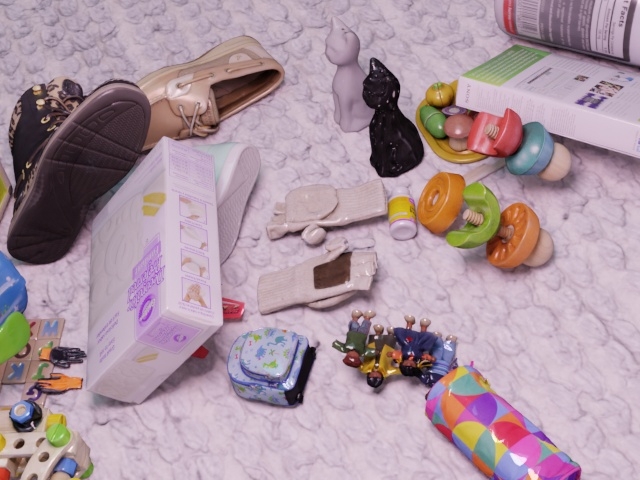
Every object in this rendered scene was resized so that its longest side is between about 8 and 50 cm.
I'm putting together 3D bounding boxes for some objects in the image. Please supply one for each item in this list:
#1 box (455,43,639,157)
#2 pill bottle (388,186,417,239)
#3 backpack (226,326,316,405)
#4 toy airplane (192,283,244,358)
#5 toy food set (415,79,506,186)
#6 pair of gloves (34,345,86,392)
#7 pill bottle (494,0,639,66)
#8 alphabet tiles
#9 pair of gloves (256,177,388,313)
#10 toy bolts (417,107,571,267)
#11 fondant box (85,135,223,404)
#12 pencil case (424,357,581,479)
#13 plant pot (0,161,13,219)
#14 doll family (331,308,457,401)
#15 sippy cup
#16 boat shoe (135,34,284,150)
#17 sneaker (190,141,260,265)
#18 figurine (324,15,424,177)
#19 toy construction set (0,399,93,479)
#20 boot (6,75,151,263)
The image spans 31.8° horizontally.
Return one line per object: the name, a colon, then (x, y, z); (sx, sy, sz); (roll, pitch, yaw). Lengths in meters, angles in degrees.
box: (0.409, -0.229, 1.799); (0.322, 0.059, 0.232); (21, 32, 25)
pill bottle: (0.130, -0.045, 1.788); (0.043, 0.043, 0.083); (-7, 52, 8)
backpack: (-0.078, 0.177, 1.637); (0.114, 0.084, 0.105); (4, 51, 19)
toy airplane: (-0.190, 0.125, 1.739); (0.151, 0.028, 0.151); (-7, 51, 9)
toy food set: (0.236, -0.201, 1.867); (0.128, 0.071, 0.218); (-24, 51, -6)
pair of gloves: (-0.401, 0.199, 1.736); (0.074, 0.010, 0.083); (0, 51, -1)
pill bottle: (0.494, -0.408, 1.881); (0.362, 0.210, 0.210); (19, 59, 25)
alphabet tiles: (-0.532, 0.209, 1.766); (0.237, 0.009, 0.198); (-3, 52, 10)
pair of gloves: (0.000, 0.000, 1.767); (0.204, 0.042, 0.240); (-8, 50, 19)
toy bolts: (0.281, -0.076, 1.729); (0.229, 0.158, 0.218); (-68, 23, -2)
fondant box: (-0.254, 0.043, 1.693); (0.238, 0.096, 0.330); (-43, 40, 36)
pencil case: (0.241, 0.261, 1.491); (0.104, 0.104, 0.236); (-35, 54, -14)
plant pot: (-0.658, -0.084, 1.893); (0.207, 0.227, 0.228); (5, 53, 9)
doll family: (0.114, 0.170, 1.606); (0.192, 0.076, 0.111); (4, 49, 12)
sippy cup: (-0.579, 0.109, 1.721); (0.305, 0.240, 0.224); (37, 54, 7)
boat shoe: (-0.222, -0.245, 1.976); (0.341, 0.122, 0.110); (-34, 52, -15)
sneaker: (-0.207, -0.047, 1.850); (0.151, 0.094, 0.256); (6, 62, 38)
figurine: (0.078, -0.244, 1.849); (0.092, 0.209, 0.215); (-28, 52, -10)
toy construction set: (-0.460, 0.329, 1.570); (0.327, 0.151, 0.215); (4, 54, -2)
boot: (-0.417, -0.176, 1.870); (0.138, 0.377, 0.284); (16, 36, -30)
